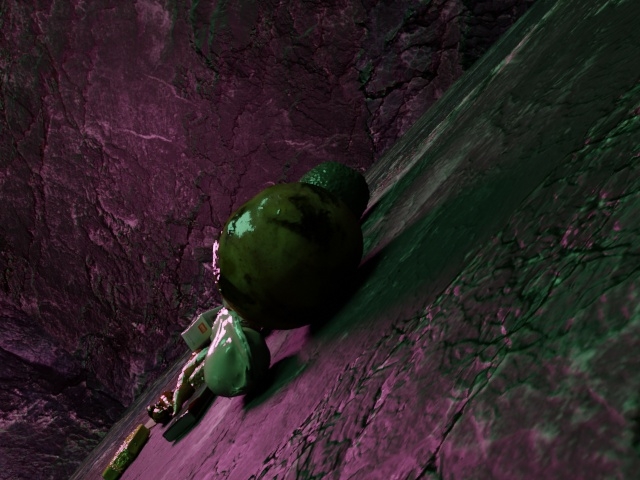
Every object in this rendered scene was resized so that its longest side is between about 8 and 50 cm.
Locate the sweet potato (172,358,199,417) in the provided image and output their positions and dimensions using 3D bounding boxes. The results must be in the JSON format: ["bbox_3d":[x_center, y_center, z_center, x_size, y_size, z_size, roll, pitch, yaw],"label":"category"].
[{"bbox_3d":[-0.418,0.463,1.989,0.068,0.068,0.226,-43,19,33],"label":"sweet potato"}]

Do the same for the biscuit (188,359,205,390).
[{"bbox_3d":[-0.315,0.370,1.798,0.082,0.070,0.168,-39,2,-5],"label":"biscuit"}]

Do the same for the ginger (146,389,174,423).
[{"bbox_3d":[-0.490,0.521,2.017,0.103,0.073,0.162,-47,6,-10],"label":"ginger"}]

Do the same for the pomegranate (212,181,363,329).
[{"bbox_3d":[-0.069,0.030,1.337,0.322,0.322,0.322,-45,5,5],"label":"pomegranate"}]

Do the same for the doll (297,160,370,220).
[{"bbox_3d":[0.010,-0.084,2.005,0.247,0.247,0.350,-41,13,42],"label":"doll"}]

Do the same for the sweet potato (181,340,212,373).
[{"bbox_3d":[-0.346,0.368,2.120,0.243,0.077,0.077,-40,4,-8],"label":"sweet potato"}]

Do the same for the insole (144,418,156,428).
[{"bbox_3d":[-0.554,0.606,2.244,0.348,0.009,0.119,-41,8,47],"label":"insole"}]

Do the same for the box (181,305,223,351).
[{"bbox_3d":[-0.334,0.280,2.206,0.135,0.079,0.269,-44,-13,30],"label":"box"}]

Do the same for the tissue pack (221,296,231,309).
[{"bbox_3d":[-0.235,0.128,1.850,0.060,0.148,0.108,-8,2,41],"label":"tissue pack"}]

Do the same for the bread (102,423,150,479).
[{"bbox_3d":[-0.585,0.642,1.960,0.088,0.049,0.226,-45,5,8],"label":"bread"}]

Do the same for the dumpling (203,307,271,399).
[{"bbox_3d":[-0.169,0.217,1.284,0.142,0.173,0.247,-17,-4,-26],"label":"dumpling"}]

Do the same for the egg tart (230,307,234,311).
[{"bbox_3d":[-0.091,0.104,1.720,0.345,0.132,0.345,-46,4,4],"label":"egg tart"}]

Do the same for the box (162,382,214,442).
[{"bbox_3d":[-0.314,0.414,1.619,0.115,0.036,0.177,-43,5,26],"label":"box"}]

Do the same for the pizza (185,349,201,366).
[{"bbox_3d":[-0.425,0.405,2.326,0.197,0.058,0.292,-60,-2,-13],"label":"pizza"}]

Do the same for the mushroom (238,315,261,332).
[{"bbox_3d":[-0.208,0.243,1.841,0.072,0.094,0.210,-7,8,6],"label":"mushroom"}]
